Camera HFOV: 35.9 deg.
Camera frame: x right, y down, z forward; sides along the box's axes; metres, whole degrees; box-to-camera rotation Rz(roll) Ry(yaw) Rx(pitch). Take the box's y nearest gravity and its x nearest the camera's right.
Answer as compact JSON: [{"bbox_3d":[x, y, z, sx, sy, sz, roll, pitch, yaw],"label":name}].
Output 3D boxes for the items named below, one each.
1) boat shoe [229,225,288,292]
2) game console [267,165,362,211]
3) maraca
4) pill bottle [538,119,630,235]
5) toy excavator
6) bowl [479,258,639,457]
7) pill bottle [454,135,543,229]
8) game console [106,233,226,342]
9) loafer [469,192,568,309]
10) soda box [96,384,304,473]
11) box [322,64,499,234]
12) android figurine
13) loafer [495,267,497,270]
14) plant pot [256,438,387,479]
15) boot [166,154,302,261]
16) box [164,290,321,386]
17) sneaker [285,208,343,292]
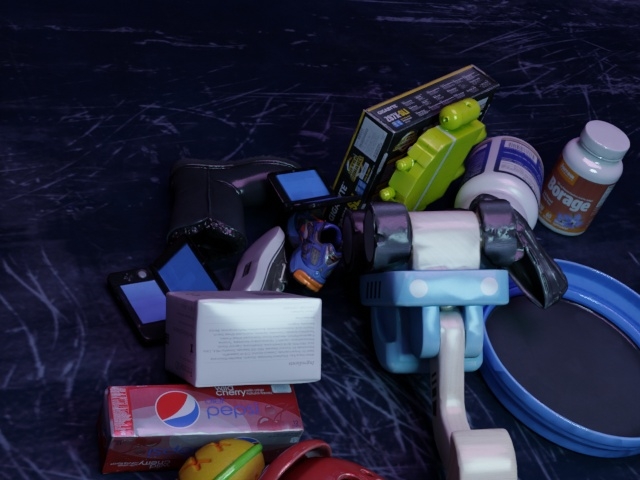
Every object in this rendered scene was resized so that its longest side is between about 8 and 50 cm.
[{"bbox_3d":[-0.092,0.058,1.598,0.070,0.078,0.219,49,30,-19],"label":"boat shoe"},{"bbox_3d":[-0.010,-0.091,1.668,0.122,0.107,0.071,-13,96,-41],"label":"game console"},{"bbox_3d":[-0.143,0.320,1.248,0.099,0.127,0.186,46,53,11],"label":"maraca"},{"bbox_3d":[0.511,-0.123,1.927,0.121,0.216,0.121,12,41,-11],"label":"pill bottle"},{"bbox_3d":[0.184,0.159,1.483,0.222,0.433,0.445,-2,88,-10],"label":"toy excavator"},{"bbox_3d":[0.436,0.194,1.663,0.391,0.077,0.391,12,41,-11],"label":"bowl"},{"bbox_3d":[0.329,-0.078,1.826,0.153,0.153,0.264,24,32,3],"label":"pill bottle"},{"bbox_3d":[-0.236,0.070,1.502,0.124,0.085,0.144,-9,48,-39],"label":"game console"},{"bbox_3d":[0.327,0.018,1.657,0.223,0.076,0.078,51,46,3],"label":"loafer"},{"bbox_3d":[-0.163,0.251,1.334,0.263,0.092,0.083,3,46,-21],"label":"soda box"},{"bbox_3d":[0.164,-0.163,1.794,0.079,0.257,0.322,41,45,22],"label":"box"},{"bbox_3d":[0.192,-0.131,1.714,0.056,0.248,0.273,40,37,18],"label":"android figurine"},{"bbox_3d":[0.256,0.040,1.788,0.125,0.039,0.045,19,74,2],"label":"loafer"},{"bbox_3d":[0.004,0.359,1.226,0.174,0.191,0.191,32,41,27],"label":"plant pot"},{"bbox_3d":[-0.138,-0.050,1.665,0.247,0.094,0.207,2,41,-12],"label":"boot"},{"bbox_3d":[-0.113,0.135,1.396,0.182,0.181,0.119,1,90,-22],"label":"box"},{"bbox_3d":[0.000,0.000,1.649,0.083,0.087,0.221,40,21,-26],"label":"sneaker"}]
